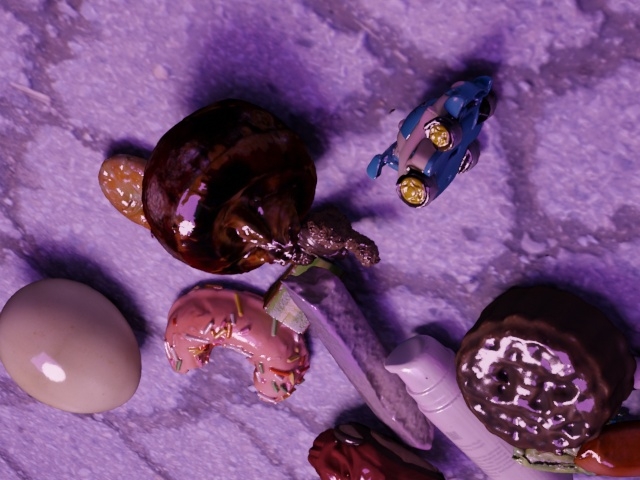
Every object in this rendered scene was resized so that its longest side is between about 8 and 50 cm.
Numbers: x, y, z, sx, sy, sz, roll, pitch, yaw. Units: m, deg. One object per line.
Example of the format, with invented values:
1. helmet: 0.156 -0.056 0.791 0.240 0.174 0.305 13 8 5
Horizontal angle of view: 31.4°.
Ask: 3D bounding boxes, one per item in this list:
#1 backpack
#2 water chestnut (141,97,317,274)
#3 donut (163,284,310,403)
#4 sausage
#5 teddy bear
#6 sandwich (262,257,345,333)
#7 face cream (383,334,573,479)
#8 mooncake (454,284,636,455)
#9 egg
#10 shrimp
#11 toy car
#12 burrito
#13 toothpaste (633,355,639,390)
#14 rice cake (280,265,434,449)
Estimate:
1. backpack: 0.076 0.371 1.784 0.229 0.138 0.229 27 169 6
2. water chestnut: -0.106 -0.057 1.402 0.238 0.224 0.223 44 149 35
3. donut: -0.129 0.159 1.723 0.233 0.085 0.199 16 136 6
4. sausage: 0.490 0.275 1.526 0.300 0.083 0.089 -2 171 3
5. teddy bear: 0.003 -0.008 1.513 0.119 0.077 0.160 25 160 -34
6. sandwich: -0.023 0.062 1.636 0.074 0.074 0.116 33 104 -9
7. face cream: 0.232 0.263 1.655 0.102 0.102 0.345 -24 120 39
8. mooncake: 0.291 0.175 1.501 0.228 0.124 0.228 21 132 25
9. egg: -0.384 0.168 1.767 0.189 0.188 0.254 -23 127 38
10. shrimp: -0.221 -0.041 1.591 0.217 0.051 0.115 42 141 -20
11. toy car: 0.127 -0.125 1.312 0.098 0.126 0.161 31 134 18
12. burrito: 0.414 0.279 1.602 0.288 0.104 0.054 -1 175 7
13. toothpaste: 0.374 0.185 1.562 0.194 0.045 0.071 -14 116 40
14. rice cake: 0.068 0.174 1.636 0.070 0.064 0.399 23 154 47
